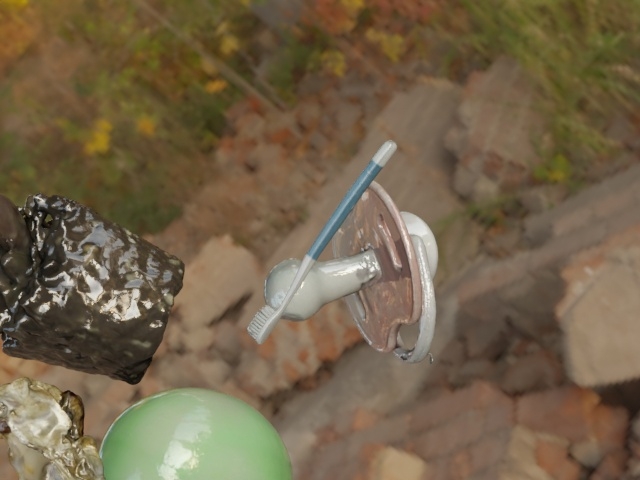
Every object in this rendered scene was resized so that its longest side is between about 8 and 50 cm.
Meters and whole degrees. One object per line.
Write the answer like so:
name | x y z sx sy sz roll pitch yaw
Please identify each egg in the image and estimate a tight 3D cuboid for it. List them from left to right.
egg | -0.154 0.291 1.812 0.220 0.270 0.220 -15 59 26

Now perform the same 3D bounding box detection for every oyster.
oyster | -0.268 0.244 1.535 0.107 0.232 0.161 -29 -2 -41

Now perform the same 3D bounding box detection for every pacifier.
pacifier | 0.062 0.048 2.226 0.332 0.273 0.220 121 166 -65

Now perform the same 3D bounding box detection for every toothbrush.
toothbrush | 0.000 0.000 1.648 0.275 0.025 0.019 -56 -23 9

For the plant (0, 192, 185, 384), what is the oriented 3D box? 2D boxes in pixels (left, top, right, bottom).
plant | -0.319 0.031 1.655 0.181 0.321 0.194 126 163 -56
